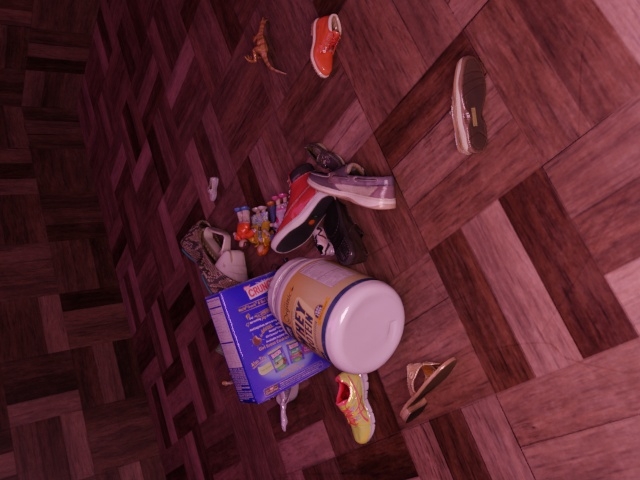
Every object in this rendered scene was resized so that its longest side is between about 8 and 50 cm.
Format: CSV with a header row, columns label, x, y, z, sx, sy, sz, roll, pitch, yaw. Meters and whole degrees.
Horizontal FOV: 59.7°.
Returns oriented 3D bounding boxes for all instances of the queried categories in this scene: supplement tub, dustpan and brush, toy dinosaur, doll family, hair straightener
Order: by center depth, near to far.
label,x,y,z,sx,sy,sz,roll,pitch,yaw
supplement tub,0.029,0.172,1.392,0.316,0.228,0.229,21,112,52
toy dinosaur,-0.179,-0.579,1.707,0.112,0.064,0.212,-25,75,52
hair straightener,-0.095,0.094,1.722,0.230,0.047,0.089,-17,81,59
doll family,-0.151,-0.036,1.737,0.262,0.118,0.163,-14,77,36
dustpan and brush,-0.115,0.498,1.788,0.147,0.060,0.211,-24,75,54

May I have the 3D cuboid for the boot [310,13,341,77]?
label,x,y,z,sx,sy,sz,roll,pitch,yaw
boot,0.018,-0.507,1.450,0.084,0.059,0.158,0,95,50

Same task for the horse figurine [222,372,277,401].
label,x,y,z,sx,sy,sz,roll,pitch,yaw
horse figurine,-0.216,0.436,1.809,0.263,0.174,0.066,-92,2,-80

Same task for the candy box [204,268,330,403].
label,x,y,z,sx,sy,sz,roll,pitch,yaw
candy box,-0.148,0.259,1.582,0.122,0.268,0.317,-20,88,51

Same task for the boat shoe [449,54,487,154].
label,x,y,z,sx,sy,sz,roll,pitch,yaw
boat shoe,0.283,-0.266,1.111,0.072,0.068,0.190,-170,76,-65

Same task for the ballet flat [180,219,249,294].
label,x,y,z,sx,sy,sz,roll,pitch,yaw
ballet flat,-0.366,0.069,2.014,0.483,0.164,0.182,45,109,44

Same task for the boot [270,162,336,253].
label,x,y,z,sx,sy,sz,roll,pitch,yaw
boot,-0.078,-0.096,1.590,0.244,0.088,0.176,-49,52,19

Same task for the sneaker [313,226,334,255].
label,x,y,z,sx,sy,sz,roll,pitch,yaw
sneaker,0.000,0.000,1.565,0.109,0.043,0.040,55,138,36

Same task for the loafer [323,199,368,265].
label,x,y,z,sx,sy,sz,roll,pitch,yaw
loafer,0.067,-0.015,1.442,0.080,0.078,0.220,-53,36,36

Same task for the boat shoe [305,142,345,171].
label,x,y,z,sx,sy,sz,roll,pitch,yaw
boat shoe,0.010,-0.219,1.509,0.152,0.049,0.056,41,127,43

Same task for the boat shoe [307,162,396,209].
label,x,y,z,sx,sy,sz,roll,pitch,yaw
boat shoe,0.079,-0.148,1.389,0.285,0.102,0.093,24,110,46

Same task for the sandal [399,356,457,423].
label,x,y,z,sx,sy,sz,roll,pitch,yaw
sandal,0.220,0.319,1.268,0.079,0.088,0.240,48,137,31

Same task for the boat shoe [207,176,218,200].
label,x,y,z,sx,sy,sz,roll,pitch,yaw
boat shoe,-0.414,-0.195,2.121,0.035,0.035,0.100,45,129,41

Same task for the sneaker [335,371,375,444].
label,x,y,z,sx,sy,sz,roll,pitch,yaw
sneaker,0.081,0.439,1.477,0.081,0.094,0.209,-14,85,53

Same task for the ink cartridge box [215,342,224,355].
label,x,y,z,sx,sy,sz,roll,pitch,yaw
ink cartridge box,-0.221,0.297,1.794,0.154,0.093,0.213,11,66,53
